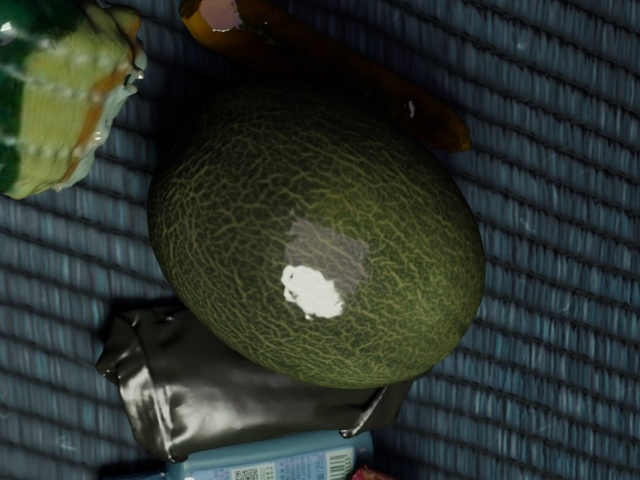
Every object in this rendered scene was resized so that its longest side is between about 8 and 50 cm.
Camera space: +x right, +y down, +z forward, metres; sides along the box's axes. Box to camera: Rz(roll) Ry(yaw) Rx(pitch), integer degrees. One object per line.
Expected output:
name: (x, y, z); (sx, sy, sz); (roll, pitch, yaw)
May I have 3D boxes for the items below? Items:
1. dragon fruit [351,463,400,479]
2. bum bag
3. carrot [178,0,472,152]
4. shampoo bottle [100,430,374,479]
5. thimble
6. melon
dragon fruit: (0.050, 0.357, 1.727); (0.126, 0.161, 0.274); (11, 126, -30)
bum bag: (-0.047, 0.125, 1.677); (0.326, 0.080, 0.142); (-2, 94, -19)
carrot: (0.014, -0.147, 1.614); (0.314, 0.066, 0.066); (25, 99, -30)
shampoo bottle: (-0.078, 0.228, 1.712); (0.258, 0.061, 0.103); (-6, 113, -19)
thimble: (-0.280, -0.153, 1.384); (0.288, 0.254, 0.167); (25, 100, -24)
melon: (0.000, 0.000, 1.555); (0.302, 0.237, 0.237); (35, 94, -20)
